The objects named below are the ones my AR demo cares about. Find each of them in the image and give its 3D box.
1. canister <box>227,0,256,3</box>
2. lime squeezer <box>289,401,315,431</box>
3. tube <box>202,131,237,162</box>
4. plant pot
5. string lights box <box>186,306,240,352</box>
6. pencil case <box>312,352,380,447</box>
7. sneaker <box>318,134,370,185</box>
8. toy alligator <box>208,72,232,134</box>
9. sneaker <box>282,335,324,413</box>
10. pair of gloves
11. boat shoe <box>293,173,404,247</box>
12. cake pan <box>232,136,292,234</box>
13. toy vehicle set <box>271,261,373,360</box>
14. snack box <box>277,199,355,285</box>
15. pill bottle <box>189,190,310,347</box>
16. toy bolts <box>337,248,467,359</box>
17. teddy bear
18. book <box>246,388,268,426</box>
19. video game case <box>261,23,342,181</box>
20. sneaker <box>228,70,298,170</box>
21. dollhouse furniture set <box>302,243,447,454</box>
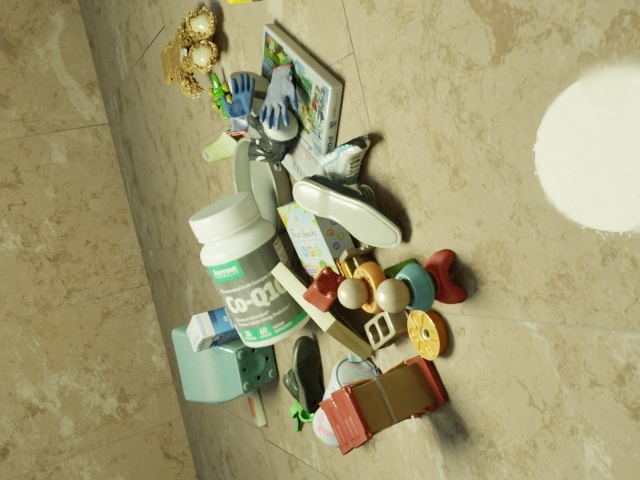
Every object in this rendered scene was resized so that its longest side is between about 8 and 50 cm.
[{"bbox_3d":[-0.128,-0.553,1.452,0.126,0.170,0.073,55,148,35],"label":"canister"},{"bbox_3d":[-0.038,0.516,1.978,0.310,0.059,0.110,-20,85,63],"label":"lime squeezer"},{"bbox_3d":[-0.285,-0.273,2.045,0.240,0.070,0.062,-3,93,65],"label":"tube"},{"bbox_3d":[-0.281,0.372,2.189,0.252,0.247,0.248,2,106,46],"label":"plant pot"},{"bbox_3d":[-0.247,0.237,2.011,0.077,0.259,0.133,66,152,18],"label":"string lights box"},{"bbox_3d":[0.057,0.385,1.651,0.273,0.113,0.124,106,148,-46],"label":"pencil case"},{"bbox_3d":[0.062,-0.158,1.416,0.083,0.071,0.190,67,162,1],"label":"sneaker"},{"bbox_3d":[-0.272,-0.385,1.974,0.051,0.056,0.190,1,-109,-74],"label":"toy alligator"},{"bbox_3d":[-0.058,0.353,1.894,0.130,0.087,0.227,24,130,50],"label":"sneaker"},{"bbox_3d":[-0.136,-0.309,1.531,0.198,0.023,0.159,-7,69,25],"label":"pair of gloves"},{"bbox_3d":[0.065,-0.065,1.398,0.254,0.079,0.095,24,130,27],"label":"boat shoe"},{"bbox_3d":[-0.156,-0.136,1.866,0.293,0.054,0.293,39,137,50],"label":"cake pan"},{"bbox_3d":[0.002,0.162,1.616,0.166,0.035,0.267,41,180,-41],"label":"toy vehicle set"},{"bbox_3d":[0.000,0.000,1.570,0.174,0.070,0.207,-7,107,64],"label":"snack box"},{"bbox_3d":[-0.179,0.072,1.761,0.204,0.204,0.361,9,127,62],"label":"pill bottle"},{"bbox_3d":[0.149,0.125,1.273,0.228,0.158,0.218,-39,68,62],"label":"toy bolts"},{"bbox_3d":[-0.361,-0.545,1.997,0.338,0.113,0.245,-35,68,59],"label":"teddy bear"},{"bbox_3d":[-0.231,0.570,2.424,0.096,0.035,0.144,-13,91,67],"label":"book"},{"bbox_3d":[-0.058,-0.297,1.605,0.329,0.036,0.300,52,146,41],"label":"video game case"},{"bbox_3d":[-0.151,-0.280,1.638,0.268,0.101,0.153,53,144,34],"label":"sneaker"},{"bbox_3d":[0.077,0.214,1.418,0.374,0.201,0.152,66,153,17],"label":"dollhouse furniture set"}]
